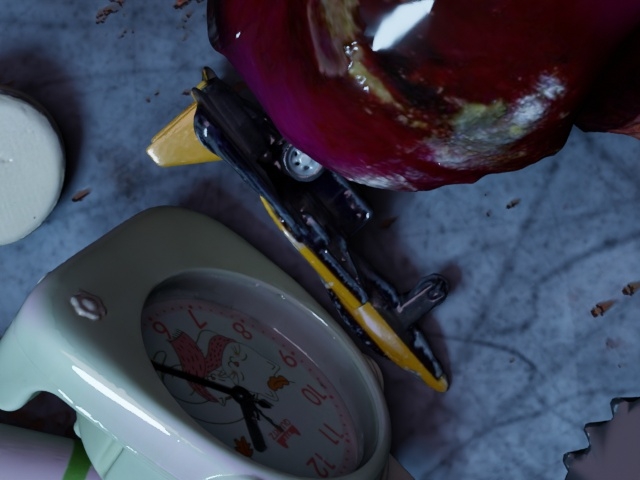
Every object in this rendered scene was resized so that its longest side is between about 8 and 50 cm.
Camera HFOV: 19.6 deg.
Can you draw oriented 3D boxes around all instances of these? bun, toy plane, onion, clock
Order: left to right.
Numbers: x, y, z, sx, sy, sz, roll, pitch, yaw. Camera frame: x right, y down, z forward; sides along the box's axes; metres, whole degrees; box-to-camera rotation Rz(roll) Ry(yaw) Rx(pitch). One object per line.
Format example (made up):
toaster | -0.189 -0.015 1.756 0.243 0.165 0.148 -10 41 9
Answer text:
bun | -0.285 -0.066 1.552 0.138 0.094 0.138 -4 101 -19
clock | -0.073 0.129 1.410 0.324 0.265 0.109 41 120 7
toy plane | 0.009 -0.009 1.460 0.316 0.204 0.103 42 98 -8
onion | 0.155 -0.192 1.357 0.398 0.420 0.398 -34 40 35

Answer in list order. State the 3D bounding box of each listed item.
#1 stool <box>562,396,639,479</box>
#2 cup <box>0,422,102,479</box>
stool | 0.311 0.212 1.266 0.297 0.330 0.297 0 89 14
cup | -0.266 0.248 1.471 0.273 0.253 0.253 4 90 6
